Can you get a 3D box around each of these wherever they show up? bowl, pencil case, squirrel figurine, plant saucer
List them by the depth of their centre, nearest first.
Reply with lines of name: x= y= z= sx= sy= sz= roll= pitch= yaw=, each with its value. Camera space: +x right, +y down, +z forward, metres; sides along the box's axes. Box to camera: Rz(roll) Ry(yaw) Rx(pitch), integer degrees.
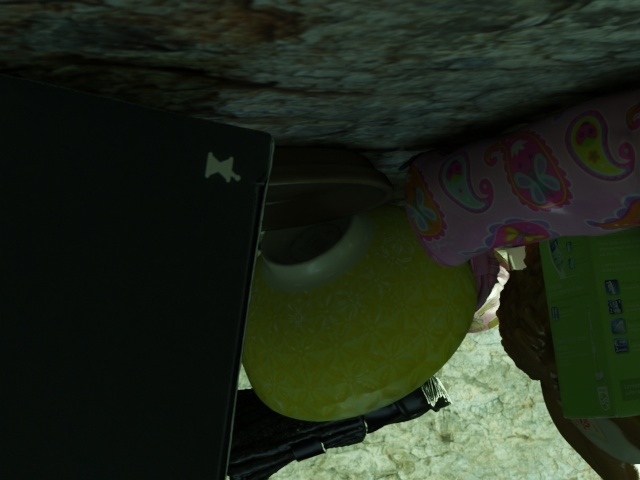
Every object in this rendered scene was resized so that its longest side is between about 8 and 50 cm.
pencil case: x=0.203 y=-0.056 z=0.962 sx=0.124 sy=0.124 sz=0.284 roll=0 pitch=171 yaw=-41
plant saucer: x=-0.068 y=-0.045 z=1.071 sx=0.278 sy=0.041 sz=0.278 roll=-7 pitch=172 yaw=-1
bowl: x=0.016 y=0.044 z=1.237 sx=0.289 sy=0.289 sz=0.156 roll=-10 pitch=129 yaw=25
squirrel figurine: x=0.452 y=0.094 z=1.492 sx=0.370 sy=0.397 sz=0.281 roll=-43 pitch=167 yaw=-16
pencil case: x=0.195 y=0.056 z=1.615 sx=0.167 sy=0.160 sz=0.386 roll=-46 pitch=164 yaw=7

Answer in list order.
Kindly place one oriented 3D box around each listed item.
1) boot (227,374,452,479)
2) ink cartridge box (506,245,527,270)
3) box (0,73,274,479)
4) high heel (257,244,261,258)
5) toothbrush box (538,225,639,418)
boot: x=0.016 y=0.205 z=1.391 sx=0.260 sy=0.131 sz=0.348 roll=-27 pitch=167 yaw=8
ink cartridge box: x=0.442 y=0.031 z=1.982 sx=0.181 sy=0.061 sz=0.104 roll=-11 pitch=172 yaw=30
box: x=-0.202 y=0.085 z=0.816 sx=0.212 sy=0.293 sz=0.395 roll=12 pitch=166 yaw=-17
high heel: x=-0.035 y=0.033 z=1.640 sx=0.186 sy=0.093 sz=0.261 roll=-28 pitch=172 yaw=-33
toothbrush box: x=0.375 y=0.052 z=1.255 sx=0.206 sy=0.283 sz=0.122 roll=-5 pitch=173 yaw=-17
